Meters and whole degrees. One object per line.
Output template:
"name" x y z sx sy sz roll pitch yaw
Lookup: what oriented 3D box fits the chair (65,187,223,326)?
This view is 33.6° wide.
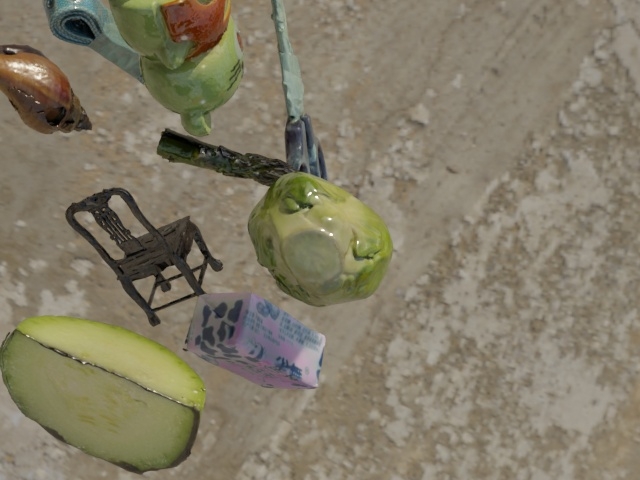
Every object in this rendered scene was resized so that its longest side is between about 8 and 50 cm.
"chair" -0.242 -0.001 1.462 0.106 0.113 0.229 -22 120 17

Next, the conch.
"conch" -0.369 -0.202 1.316 0.080 0.086 0.232 -41 122 1

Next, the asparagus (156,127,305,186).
"asparagus" -0.092 -0.084 1.128 0.165 0.036 0.030 13 131 -8

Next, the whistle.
"whistle" -0.135 -0.219 0.984 0.288 0.106 0.131 77 10 -52

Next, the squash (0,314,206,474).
"squash" -0.195 0.132 0.983 0.192 0.184 0.085 25 53 -1

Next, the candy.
"candy" -0.075 0.118 1.218 0.160 0.092 0.073 36 60 -47

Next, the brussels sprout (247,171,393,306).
"brussels sprout" -0.001 0.004 1.016 0.155 0.155 0.117 25 112 -35

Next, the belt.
"belt" -0.344 -0.342 1.781 0.087 0.072 0.302 -34 154 19

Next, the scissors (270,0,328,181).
"scissors" -0.039 -0.212 1.425 0.029 0.256 0.383 -7 103 11
